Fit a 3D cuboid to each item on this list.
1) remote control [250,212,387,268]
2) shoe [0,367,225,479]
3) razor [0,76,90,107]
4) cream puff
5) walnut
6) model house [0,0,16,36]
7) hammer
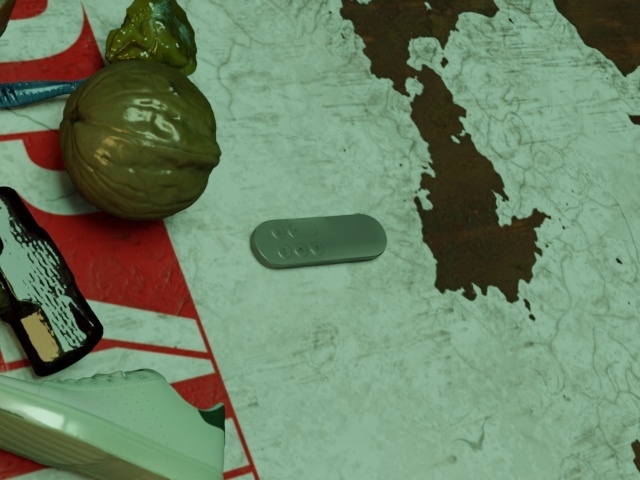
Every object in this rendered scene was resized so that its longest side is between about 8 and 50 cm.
[{"bbox_3d":[0.000,0.000,1.987,0.245,0.022,0.077,-5,69,-35],"label":"remote control"},{"bbox_3d":[-0.270,0.210,1.619,0.363,0.132,0.160,27,53,-24],"label":"shoe"},{"bbox_3d":[-0.384,-0.212,1.838,0.253,0.042,0.082,-8,69,-35],"label":"razor"},{"bbox_3d":[-0.255,-0.296,1.931,0.146,0.116,0.146,-22,90,-78],"label":"cream puff"},{"bbox_3d":[-0.245,-0.137,1.786,0.228,0.228,0.228,16,57,-26],"label":"walnut"},{"bbox_3d":[-0.530,-0.277,1.654,0.190,0.271,0.301,30,63,-10],"label":"model house"},{"bbox_3d":[-0.486,0.095,1.566,0.408,0.095,0.242,-22,79,-38],"label":"hammer"}]
